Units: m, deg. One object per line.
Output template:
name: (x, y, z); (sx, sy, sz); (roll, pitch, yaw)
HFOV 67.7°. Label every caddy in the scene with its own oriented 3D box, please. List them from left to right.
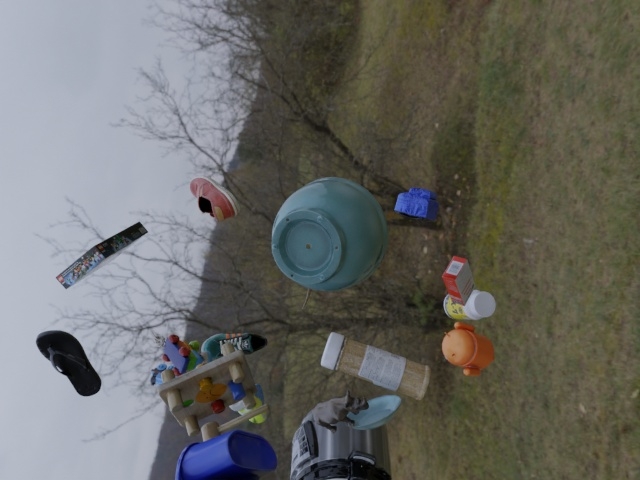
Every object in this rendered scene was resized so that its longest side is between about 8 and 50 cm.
caddy: (-0.230, 0.627, 1.204); (0.341, 0.179, 0.241); (52, -165, -54)

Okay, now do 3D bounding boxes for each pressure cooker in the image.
pressure cooker: (0.085, 0.851, 1.742); (0.420, 0.375, 0.370); (-85, -29, -60)

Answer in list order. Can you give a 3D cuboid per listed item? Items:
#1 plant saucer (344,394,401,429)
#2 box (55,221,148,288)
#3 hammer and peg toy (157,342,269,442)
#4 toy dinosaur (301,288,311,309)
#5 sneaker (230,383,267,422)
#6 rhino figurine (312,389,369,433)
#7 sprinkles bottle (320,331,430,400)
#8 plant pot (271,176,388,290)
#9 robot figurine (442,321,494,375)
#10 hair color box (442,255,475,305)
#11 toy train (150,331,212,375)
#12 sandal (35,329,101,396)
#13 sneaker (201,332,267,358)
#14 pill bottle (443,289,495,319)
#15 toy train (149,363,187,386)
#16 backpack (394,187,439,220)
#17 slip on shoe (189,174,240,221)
plant saucer: (0.171, 0.553, 1.508); (0.195, 0.195, 0.037); (155, 93, -79)
box: (-0.603, 0.036, 1.334); (0.159, 0.044, 0.233); (-34, 10, 16)
hammer and peg toy: (-0.317, 0.477, 1.461); (0.127, 0.266, 0.361); (56, 163, 39)
toy dinosaur: (-0.029, 0.159, 1.866); (0.211, 0.064, 0.112); (-62, -38, -53)
sneaker: (-0.275, 0.573, 1.762); (0.126, 0.091, 0.240); (-99, -12, -49)
rhino figurine: (0.062, 0.514, 1.444); (0.243, 0.106, 0.073); (-44, 18, 44)
sprinkles bottle: (0.184, 0.421, 1.604); (0.121, 0.355, 0.121); (18, -90, -84)
plant pot: (0.000, 0.000, 1.160); (0.196, 0.293, 0.293); (-28, -49, -66)
robot figurine: (0.509, 0.375, 1.652); (0.128, 0.219, 0.158); (21, 91, 55)
hair color box: (0.477, 0.141, 1.636); (0.093, 0.053, 0.167); (-54, -44, -21)
toy train: (-0.537, 0.411, 1.848); (0.248, 0.143, 0.105); (32, 106, 40)
sandal: (-0.732, 0.364, 1.403); (0.254, 0.097, 0.054); (63, 176, -26)
sneaker: (-0.370, 0.455, 2.096); (0.121, 0.302, 0.108); (-15, 80, 45)
pill bottle: (0.599, 0.259, 1.919); (0.208, 0.119, 0.119); (151, 126, -71)
toy train: (-0.676, 0.614, 2.126); (0.105, 0.184, 0.080); (-60, -26, -56)
backpack: (0.302, -0.115, 1.504); (0.098, 0.120, 0.101); (15, -92, -54)
slip on shoe: (-0.413, -0.155, 1.751); (0.331, 0.101, 0.123); (31, 146, 46)
